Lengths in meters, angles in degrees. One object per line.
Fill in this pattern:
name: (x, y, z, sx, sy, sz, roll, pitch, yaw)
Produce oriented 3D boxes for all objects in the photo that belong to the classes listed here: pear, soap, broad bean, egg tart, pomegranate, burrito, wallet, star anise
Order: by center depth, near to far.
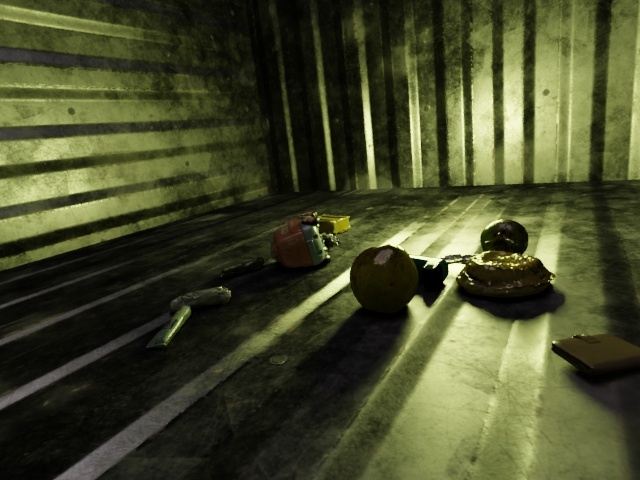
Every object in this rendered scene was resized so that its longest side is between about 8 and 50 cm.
wallet: (0.553, 0.224, 0.823, 0.152, 0.039, 0.118, -6, 16, -10)
pear: (0.178, 0.101, 1.185, 0.197, 0.198, 0.197, -6, 14, 2)
egg tart: (0.544, 0.091, 1.240, 0.278, 0.095, 0.279, -8, 14, 2)
burrito: (-0.392, 0.192, 1.353, 0.202, 0.064, 0.064, -10, 14, -9)
pomegranate: (0.623, -0.006, 1.421, 0.156, 0.157, 0.220, 1, -8, 29)
broad bean: (-0.312, 0.107, 1.667, 0.213, 0.048, 0.070, -17, 18, -38)
star anise: (0.000, 0.000, 1.917, 0.180, 0.061, 0.204, -10, 15, -13)
soap: (0.042, -0.087, 2.215, 0.134, 0.076, 0.233, -17, 16, -34)

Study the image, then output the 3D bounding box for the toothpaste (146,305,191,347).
toothpaste: (-0.426, 0.246, 1.205, 0.060, 0.038, 0.233, -8, 17, 8)

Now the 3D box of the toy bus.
toy bus: (-0.091, 0.013, 1.697, 0.231, 0.194, 0.288, -20, 16, -2)

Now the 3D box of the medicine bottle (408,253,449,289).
medicine bottle: (0.308, 0.091, 1.378, 0.124, 0.079, 0.258, -21, 19, -35)

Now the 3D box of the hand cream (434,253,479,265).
hand cream: (0.447, 0.079, 1.433, 0.256, 0.050, 0.084, -5, 17, 18)
